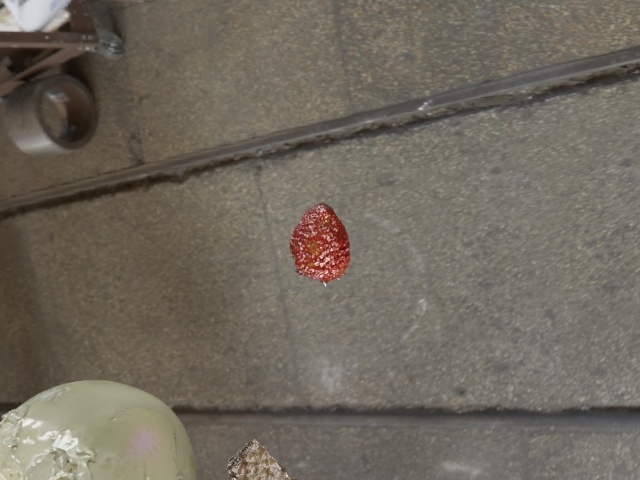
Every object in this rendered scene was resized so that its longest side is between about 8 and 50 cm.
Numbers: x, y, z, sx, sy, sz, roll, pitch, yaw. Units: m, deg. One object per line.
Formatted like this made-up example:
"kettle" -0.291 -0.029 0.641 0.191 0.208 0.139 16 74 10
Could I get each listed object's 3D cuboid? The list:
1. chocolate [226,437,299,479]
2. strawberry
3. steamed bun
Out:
"chocolate" -0.066 0.527 1.648 0.329 0.102 0.065 52 165 -19
"strawberry" 0.004 0.001 1.577 0.131 0.131 0.148 30 108 26
"steamed bun" -0.350 0.379 1.370 0.233 0.312 0.334 -30 89 45
